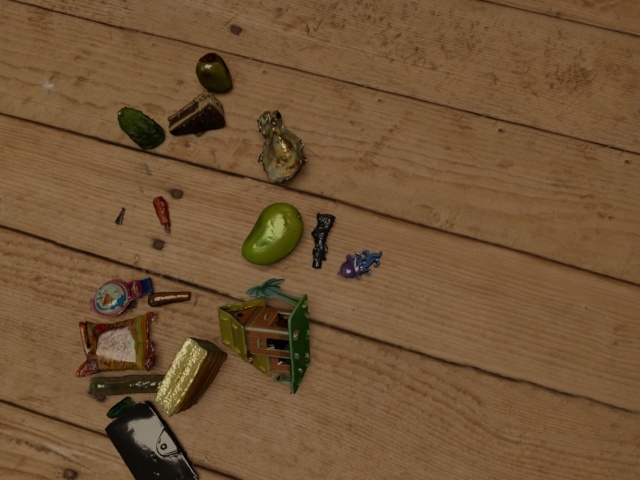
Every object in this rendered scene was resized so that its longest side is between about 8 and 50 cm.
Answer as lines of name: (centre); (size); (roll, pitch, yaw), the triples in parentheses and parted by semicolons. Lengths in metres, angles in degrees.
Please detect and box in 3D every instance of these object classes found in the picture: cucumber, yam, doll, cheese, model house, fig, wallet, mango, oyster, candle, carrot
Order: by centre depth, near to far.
wallet: (-0.606, 0.780, 1.569); (0.197, 0.051, 0.378); (-36, 81, -5)
model house: (-0.196, 0.327, 1.603); (0.323, 0.340, 0.300); (4, 111, 13)
cucumber: (-0.746, 0.625, 1.605); (0.105, 0.048, 0.048); (-34, 79, -6)
yam: (-0.705, 0.538, 1.614); (0.317, 0.067, 0.071); (-2, 64, 0)
mango: (-0.176, -0.018, 1.681); (0.185, 0.149, 0.273); (29, 86, 0)
cheese: (-0.776, 0.210, 1.682); (0.244, 0.062, 0.155); (-19, 64, -6)
carrot: (-0.590, 0.225, 1.687); (0.161, 0.055, 0.055); (-7, 78, -2)
doll: (0.158, 0.094, 1.693); (0.205, 0.067, 0.110); (-23, 64, -15)
cucumber: (-0.743, -0.467, 1.745); (0.134, 0.244, 0.134); (-1, 81, 6)
candle: (-0.639, -0.105, 1.760); (0.053, 0.048, 0.162); (-16, 77, -20)
oyster: (-0.178, -0.390, 1.769); (0.197, 0.133, 0.337); (-25, 76, -2)
fig: (-0.453, -0.709, 1.852); (0.144, 0.154, 0.166); (-47, 112, -23)

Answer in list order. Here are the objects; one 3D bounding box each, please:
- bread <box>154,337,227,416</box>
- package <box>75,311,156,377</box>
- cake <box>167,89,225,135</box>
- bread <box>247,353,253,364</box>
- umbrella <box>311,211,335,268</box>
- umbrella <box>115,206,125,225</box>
bread: (-0.456, 0.480, 1.537); (0.111, 0.239, 0.246); (27, 78, 13)
package: (-0.763, 0.390, 1.630); (0.288, 0.108, 0.223); (-3, 72, -6)
cake: (-0.520, -0.515, 1.850); (0.246, 0.135, 0.112); (-25, 64, 25)
bread: (-0.240, 0.433, 1.641); (0.083, 0.036, 0.047); (-25, 79, -7)
umbrella: (-0.003, -0.001, 1.715); (0.080, 0.071, 0.224); (6, 82, 31)
umbrella: (-0.822, -0.096, 1.778); (0.031, 0.020, 0.083); (13, 73, 3)
